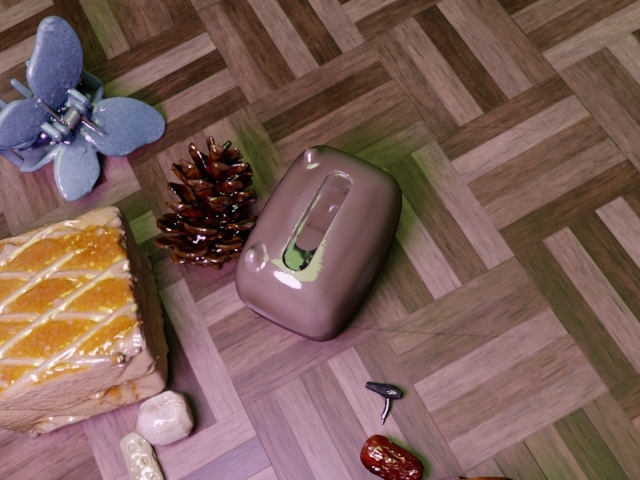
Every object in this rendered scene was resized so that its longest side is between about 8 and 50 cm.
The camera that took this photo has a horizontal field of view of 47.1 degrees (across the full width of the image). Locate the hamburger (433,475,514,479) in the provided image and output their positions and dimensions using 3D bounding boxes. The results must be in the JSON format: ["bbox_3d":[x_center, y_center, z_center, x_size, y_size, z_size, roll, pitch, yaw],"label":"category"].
[{"bbox_3d":[0.238,0.537,1.275,0.291,0.291,0.225,-7,64,7],"label":"hamburger"}]

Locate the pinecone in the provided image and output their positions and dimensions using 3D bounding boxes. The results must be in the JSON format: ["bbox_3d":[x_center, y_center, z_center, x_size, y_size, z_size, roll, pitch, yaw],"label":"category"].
[{"bbox_3d":[-0.241,-0.070,1.591,0.244,0.244,0.309,5,108,11],"label":"pinecone"}]

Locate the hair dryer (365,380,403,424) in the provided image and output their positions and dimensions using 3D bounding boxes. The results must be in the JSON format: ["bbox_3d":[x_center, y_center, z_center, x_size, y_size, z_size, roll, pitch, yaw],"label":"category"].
[{"bbox_3d":[0.124,0.334,1.509,0.079,0.031,0.083,10,79,24],"label":"hair dryer"}]

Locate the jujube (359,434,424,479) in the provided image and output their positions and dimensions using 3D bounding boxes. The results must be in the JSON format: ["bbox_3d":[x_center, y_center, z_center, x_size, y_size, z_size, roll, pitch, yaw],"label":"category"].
[{"bbox_3d":[0.141,0.435,1.442,0.129,0.077,0.077,26,75,6],"label":"jujube"}]

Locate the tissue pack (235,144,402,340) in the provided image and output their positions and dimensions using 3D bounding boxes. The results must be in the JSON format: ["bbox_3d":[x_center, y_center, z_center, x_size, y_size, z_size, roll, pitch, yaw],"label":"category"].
[{"bbox_3d":[0.000,0.000,1.525,0.267,0.277,0.387,26,76,15],"label":"tissue pack"}]

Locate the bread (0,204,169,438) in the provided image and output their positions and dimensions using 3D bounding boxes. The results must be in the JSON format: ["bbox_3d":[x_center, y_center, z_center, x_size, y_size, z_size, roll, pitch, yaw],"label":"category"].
[{"bbox_3d":[-0.526,0.175,1.533,0.390,0.279,0.371,-22,61,1],"label":"bread"}]

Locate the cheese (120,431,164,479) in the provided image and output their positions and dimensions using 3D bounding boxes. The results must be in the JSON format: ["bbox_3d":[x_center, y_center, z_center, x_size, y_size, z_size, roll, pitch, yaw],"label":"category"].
[{"bbox_3d":[-0.358,0.487,1.516,0.065,0.043,0.194,-25,67,0],"label":"cheese"}]

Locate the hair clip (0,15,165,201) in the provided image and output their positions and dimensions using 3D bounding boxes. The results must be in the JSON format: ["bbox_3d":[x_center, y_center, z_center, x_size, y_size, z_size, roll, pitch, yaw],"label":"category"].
[{"bbox_3d":[-0.631,-0.300,1.751,0.238,0.392,0.318,22,74,43],"label":"hair clip"}]

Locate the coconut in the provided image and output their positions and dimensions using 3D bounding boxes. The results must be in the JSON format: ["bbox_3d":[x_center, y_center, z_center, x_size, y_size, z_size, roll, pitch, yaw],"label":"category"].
[{"bbox_3d":[-0.330,0.370,1.524,0.124,0.110,0.110,-19,67,-5],"label":"coconut"}]
